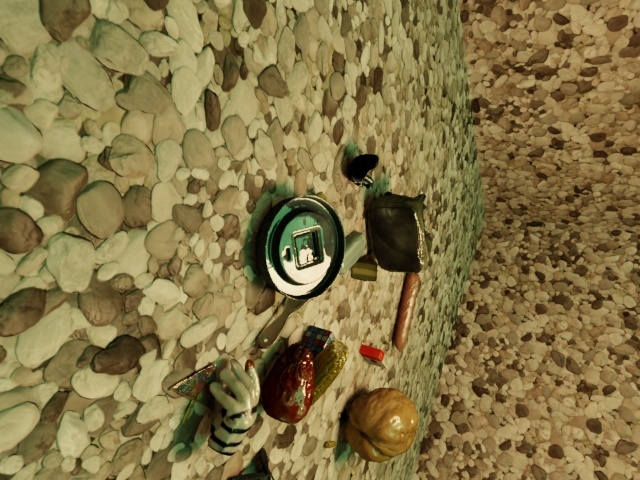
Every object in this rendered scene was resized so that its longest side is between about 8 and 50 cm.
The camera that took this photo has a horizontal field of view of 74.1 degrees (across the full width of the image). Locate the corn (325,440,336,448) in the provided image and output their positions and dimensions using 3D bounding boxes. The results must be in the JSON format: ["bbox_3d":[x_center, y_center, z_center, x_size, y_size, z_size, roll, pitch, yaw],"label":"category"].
[{"bbox_3d":[0.041,0.832,1.728,0.083,0.027,0.028,37,45,-56],"label":"corn"}]

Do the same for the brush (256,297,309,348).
[{"bbox_3d":[-0.091,0.223,1.317,0.313,0.072,0.067,-52,152,-38],"label":"brush"}]

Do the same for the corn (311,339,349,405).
[{"bbox_3d":[-0.004,0.442,1.385,0.101,0.101,0.310,-14,142,-57],"label":"corn"}]

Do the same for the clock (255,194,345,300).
[{"bbox_3d":[-0.052,0.021,1.251,0.312,0.061,0.312,-5,97,-42],"label":"clock"}]

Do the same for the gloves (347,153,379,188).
[{"bbox_3d":[0.158,-0.261,1.588,0.181,0.106,0.129,65,37,-86],"label":"gloves"}]

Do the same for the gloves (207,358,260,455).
[{"bbox_3d":[-0.213,0.422,1.093,0.219,0.131,0.140,-62,154,-15],"label":"gloves"}]

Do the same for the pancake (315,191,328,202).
[{"bbox_3d":[0.000,0.000,1.406,0.244,0.057,0.266,49,60,-50],"label":"pancake"}]

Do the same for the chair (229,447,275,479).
[{"bbox_3d":[-0.203,0.732,1.234,0.145,0.221,0.140,-1,102,-16],"label":"chair"}]

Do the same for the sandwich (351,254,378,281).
[{"bbox_3d":[0.213,0.113,1.738,0.163,0.113,0.079,-14,109,-58],"label":"sandwich"}]

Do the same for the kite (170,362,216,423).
[{"bbox_3d":[-0.304,0.378,1.055,0.159,0.010,0.190,-61,144,-27],"label":"kite"}]

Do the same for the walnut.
[{"bbox_3d":[0.276,0.795,1.858,0.344,0.306,0.306,-8,104,-57],"label":"walnut"}]

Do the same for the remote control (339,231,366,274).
[{"bbox_3d":[0.111,0.046,1.615,0.247,0.052,0.104,-42,133,-50],"label":"remote control"}]

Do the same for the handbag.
[{"bbox_3d":[0.346,-0.050,1.784,0.240,0.247,0.341,-42,126,-48],"label":"handbag"}]

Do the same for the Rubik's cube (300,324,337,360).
[{"bbox_3d":[-0.004,0.363,1.465,0.092,0.092,0.092,-60,143,-31],"label":"Rubik's cube"}]

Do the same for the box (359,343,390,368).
[{"bbox_3d":[0.246,0.525,1.914,0.048,0.100,0.152,-66,146,-28],"label":"box"}]

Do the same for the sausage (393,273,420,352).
[{"bbox_3d":[0.452,0.374,2.236,0.088,0.088,0.433,22,78,-58],"label":"sausage"}]

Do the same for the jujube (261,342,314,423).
[{"bbox_3d":[-0.086,0.428,1.286,0.168,0.168,0.236,58,45,-48],"label":"jujube"}]
